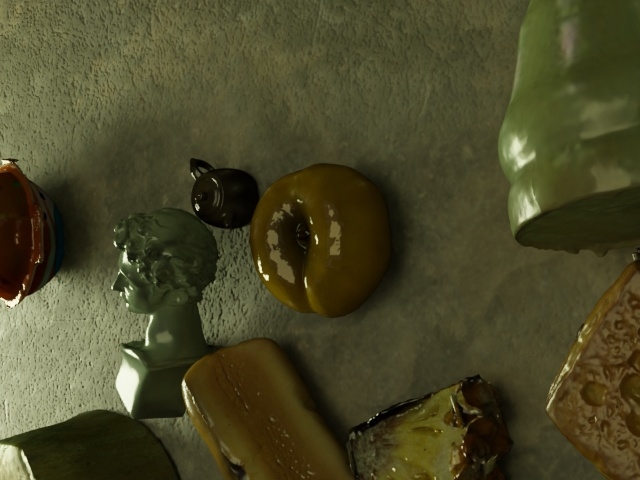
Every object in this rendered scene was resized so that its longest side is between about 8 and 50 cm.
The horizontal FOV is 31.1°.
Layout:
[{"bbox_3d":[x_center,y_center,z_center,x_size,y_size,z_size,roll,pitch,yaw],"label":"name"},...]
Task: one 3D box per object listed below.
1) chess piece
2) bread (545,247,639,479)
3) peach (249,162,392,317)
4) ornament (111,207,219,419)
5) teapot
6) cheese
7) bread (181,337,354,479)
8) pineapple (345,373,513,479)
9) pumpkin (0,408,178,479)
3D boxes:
[{"bbox_3d":[0.245,-0.226,1.014,0.234,0.234,0.442,-20,72,39],"label":"chess piece"},{"bbox_3d":[0.329,0.135,0.994,0.235,0.099,0.210,37,114,30],"label":"bread"},{"bbox_3d":[0.000,0.000,1.285,0.179,0.103,0.179,1,91,41],"label":"peach"},{"bbox_3d":[-0.187,0.095,1.429,0.120,0.130,0.285,32,129,48],"label":"ornament"},{"bbox_3d":[-0.129,-0.058,1.424,0.076,0.068,0.121,-50,58,28],"label":"teapot"},{"bbox_3d":[-0.479,-0.009,1.697,0.329,0.129,0.217,-3,89,53],"label":"cheese"},{"bbox_3d":[-0.041,0.251,1.301,0.305,0.142,0.091,56,163,30],"label":"bread"},{"bbox_3d":[0.110,0.241,1.186,0.186,0.114,0.236,19,91,41],"label":"pineapple"},{"bbox_3d":[-0.352,0.389,1.518,0.332,0.199,0.332,-5,82,39],"label":"pumpkin"}]
